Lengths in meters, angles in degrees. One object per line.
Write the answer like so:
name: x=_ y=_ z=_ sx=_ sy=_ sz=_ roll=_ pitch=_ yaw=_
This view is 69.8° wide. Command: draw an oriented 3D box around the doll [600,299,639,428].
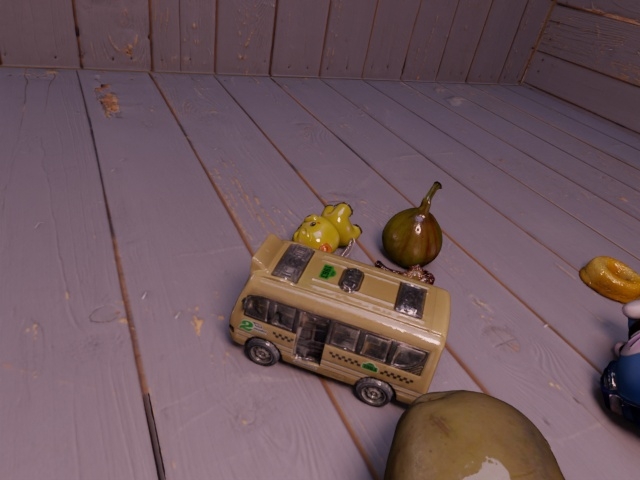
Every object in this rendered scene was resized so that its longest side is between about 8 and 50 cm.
doll: x=0.662 y=0.240 z=0.820 sx=0.284 sy=0.240 sz=0.310 roll=-17 pitch=2 yaw=33

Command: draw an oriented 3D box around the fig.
fig: x=0.236 y=-0.020 z=1.108 sx=0.148 sy=0.186 sz=0.142 roll=-18 pitch=60 yaw=-25

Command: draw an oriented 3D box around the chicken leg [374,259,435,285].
chicken leg: x=0.196 y=0.081 z=1.067 sx=0.145 sy=0.037 sz=0.062 roll=6 pitch=69 yaw=-5

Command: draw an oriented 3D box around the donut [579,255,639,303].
donut: x=0.770 y=0.099 z=1.205 sx=0.152 sy=0.058 sz=0.152 roll=9 pitch=36 yaw=-7

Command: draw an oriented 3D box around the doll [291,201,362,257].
doll: x=0.000 y=0.000 z=1.080 sx=0.143 sy=0.135 sz=0.221 roll=-6 pitch=27 yaw=37

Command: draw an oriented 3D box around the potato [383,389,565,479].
potato: x=0.184 y=0.324 z=0.541 sx=0.221 sy=0.243 sz=0.326 roll=-5 pitch=23 yaw=20

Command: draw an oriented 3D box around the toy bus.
toy bus: x=0.032 y=0.132 z=0.810 sx=0.365 sy=0.202 sz=0.177 roll=17 pitch=35 yaw=8
